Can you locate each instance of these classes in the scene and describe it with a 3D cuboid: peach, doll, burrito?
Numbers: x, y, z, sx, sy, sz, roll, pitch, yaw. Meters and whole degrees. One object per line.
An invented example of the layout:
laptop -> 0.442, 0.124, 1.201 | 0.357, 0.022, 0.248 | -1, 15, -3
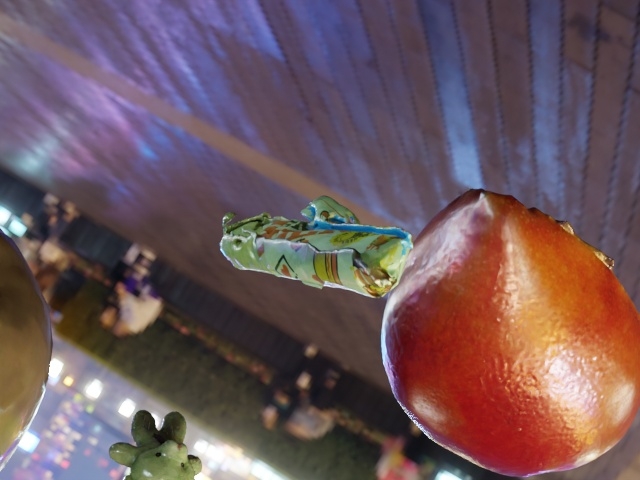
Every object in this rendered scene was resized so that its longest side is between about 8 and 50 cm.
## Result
peach -> 0.185, 0.115, 1.347 | 0.258, 0.201, 0.361 | 17, 151, 32
doll -> -0.188, 0.248, 1.555 | 0.115, 0.077, 0.150 | 15, -152, -21
burrito -> 0.000, 0.000, 1.216 | 0.288, 0.104, 0.054 | 7, 123, 56

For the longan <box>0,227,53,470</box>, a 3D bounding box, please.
longan -> -0.518, 0.122, 1.543 | 0.404, 0.436, 0.404 | 12, 138, 11
